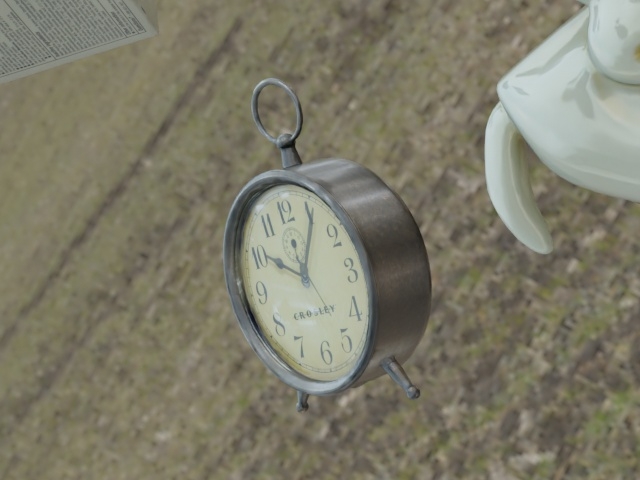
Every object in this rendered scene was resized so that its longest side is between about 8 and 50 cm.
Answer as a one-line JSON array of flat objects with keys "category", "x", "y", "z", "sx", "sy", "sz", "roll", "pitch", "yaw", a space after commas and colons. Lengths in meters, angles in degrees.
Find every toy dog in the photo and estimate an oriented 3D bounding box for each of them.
[{"category": "toy dog", "x": 0.358, "y": -0.077, "z": 1.160, "sx": 0.395, "sy": 0.408, "sz": 0.284, "roll": -52, "pitch": -5, "yaw": 12}]

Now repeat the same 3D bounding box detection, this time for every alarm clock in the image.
[{"category": "alarm clock", "x": 0.000, "y": 0.000, "z": 0.866, "sx": 0.064, "sy": 0.192, "sz": 0.129, "roll": -21, "pitch": 5, "yaw": -39}]

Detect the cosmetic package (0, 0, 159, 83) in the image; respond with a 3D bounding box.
[{"category": "cosmetic package", "x": -0.342, "y": -0.252, "z": 1.599, "sx": 0.309, "sy": 0.160, "sz": 0.113, "roll": -14, "pitch": 62, "yaw": 11}]
